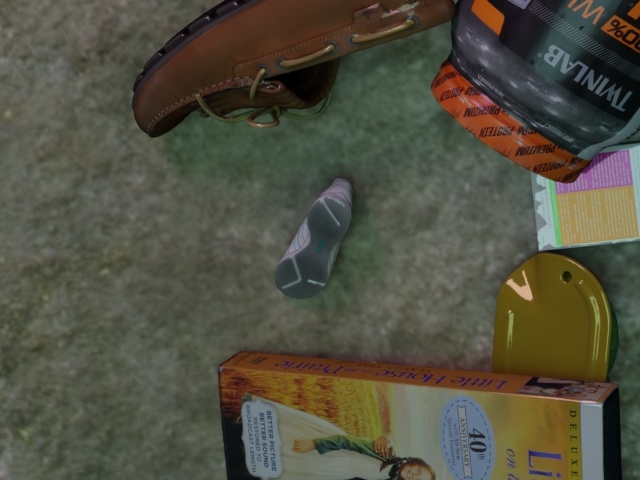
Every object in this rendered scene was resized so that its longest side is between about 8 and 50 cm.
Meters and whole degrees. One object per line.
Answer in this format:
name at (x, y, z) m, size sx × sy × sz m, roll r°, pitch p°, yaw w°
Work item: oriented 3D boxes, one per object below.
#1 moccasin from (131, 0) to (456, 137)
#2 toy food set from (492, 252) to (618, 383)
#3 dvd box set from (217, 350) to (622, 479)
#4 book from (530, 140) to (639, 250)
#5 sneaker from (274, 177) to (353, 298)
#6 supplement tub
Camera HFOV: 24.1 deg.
moccasin at (-0.034, -0.177, 1.426) m, size 0.380 × 0.139 × 0.147 m, roll -25°, pitch 102°, yaw 33°
toy food set at (0.242, 0.116, 1.499) m, size 0.128 × 0.071 × 0.218 m, roll 14°, pitch 106°, yaw 36°
dvd box set at (0.099, 0.279, 1.524) m, size 0.420 × 0.062 × 0.308 m, roll 3°, pitch 106°, yaw 27°
book at (0.281, -0.046, 1.462) m, size 0.144 × 0.035 × 0.096 m, roll -5°, pitch 99°, yaw 15°
sneaker at (0.000, 0.000, 1.536) m, size 0.053 × 0.061 × 0.152 m, roll 29°, pitch 128°, yaw -2°
supplement tub at (0.256, -0.231, 1.329) m, size 0.207 × 0.207 × 0.338 m, roll 34°, pitch 109°, yaw 4°
